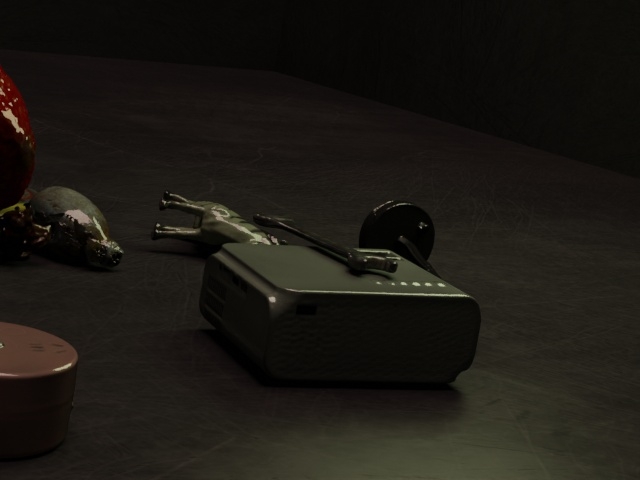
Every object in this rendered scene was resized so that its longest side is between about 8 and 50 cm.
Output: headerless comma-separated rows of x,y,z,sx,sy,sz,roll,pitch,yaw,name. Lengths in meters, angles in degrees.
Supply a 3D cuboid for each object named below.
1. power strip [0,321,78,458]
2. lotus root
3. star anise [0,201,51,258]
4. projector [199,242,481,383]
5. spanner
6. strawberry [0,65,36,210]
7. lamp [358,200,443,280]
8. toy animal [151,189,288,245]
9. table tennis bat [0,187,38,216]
-0.279,0.121,1.241,0.154,0.078,0.154,9,12,-2,power strip
-0.314,-0.016,1.857,0.088,0.088,0.165,-3,27,-47,lotus root
-0.414,-0.004,1.758,0.190,0.070,0.097,3,-13,-25,star anise
0.017,0.079,1.610,0.250,0.108,0.198,2,14,-26,projector
0.000,0.000,1.670,0.054,0.015,0.254,1,13,-33,spanner
-0.461,-0.128,1.818,0.277,0.257,0.257,19,15,33,strawberry
0.123,0.065,1.904,0.108,0.130,0.371,-32,28,9,lamp
-0.139,-0.015,2.015,0.176,0.073,0.217,14,7,-9,toy animal
-0.551,-0.079,2.017,0.368,0.054,0.224,8,12,-25,table tennis bat
